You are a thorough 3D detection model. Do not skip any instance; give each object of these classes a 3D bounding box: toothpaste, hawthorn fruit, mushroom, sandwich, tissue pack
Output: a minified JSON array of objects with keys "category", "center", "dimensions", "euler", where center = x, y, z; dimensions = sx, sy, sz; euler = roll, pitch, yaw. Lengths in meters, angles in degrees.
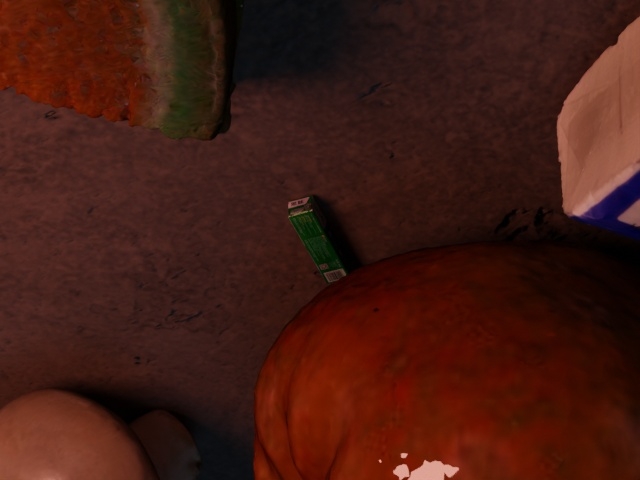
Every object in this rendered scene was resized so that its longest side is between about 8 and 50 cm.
[{"category":"toothpaste","center":[0.000,0.000,1.258],"dimensions":[0.020,0.017,0.083],"euler":[-14,136,15]},{"category":"hawthorn fruit","center":[0.161,0.181,1.223],"dimensions":[0.403,0.403,0.403],"euler":[-2,138,-2]},{"category":"mushroom","center":[-0.182,0.208,1.373],"dimensions":[0.204,0.204,0.204],"euler":[-2,138,-2]},{"category":"sandwich","center":[-0.138,-0.170,0.994],"dimensions":[0.212,0.109,0.292],"euler":[5,137,-11]},{"category":"tissue pack","center":[0.320,-0.069,1.111],"dimensions":[0.270,0.137,0.209],"euler":[14,151,-17]}]
